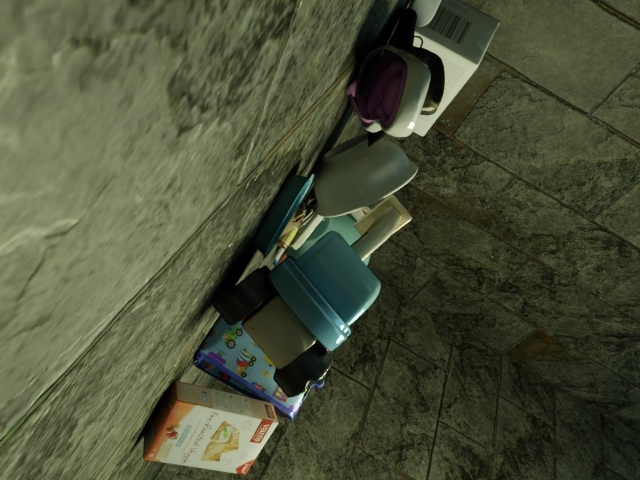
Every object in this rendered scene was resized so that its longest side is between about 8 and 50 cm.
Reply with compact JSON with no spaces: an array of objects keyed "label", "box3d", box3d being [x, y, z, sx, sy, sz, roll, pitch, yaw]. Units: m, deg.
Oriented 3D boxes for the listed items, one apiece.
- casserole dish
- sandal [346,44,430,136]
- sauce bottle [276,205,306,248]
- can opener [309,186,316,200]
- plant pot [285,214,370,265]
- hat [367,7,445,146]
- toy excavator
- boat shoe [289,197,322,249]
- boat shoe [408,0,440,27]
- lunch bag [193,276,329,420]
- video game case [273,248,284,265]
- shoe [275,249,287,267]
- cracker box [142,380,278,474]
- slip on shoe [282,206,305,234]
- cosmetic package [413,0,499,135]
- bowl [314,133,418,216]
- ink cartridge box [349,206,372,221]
[{"label":"casserole dish","box3d":[-0.074,-0.053,0.870,0.188,0.037,0.114,-58,-179,10]},{"label":"sandal","box3d":[0.105,-0.295,0.872,0.416,0.102,0.169,-110,-145,-72]},{"label":"sauce bottle","box3d":[-0.081,-0.038,1.293,0.128,0.042,0.042,-58,180,-17]},{"label":"can opener","box3d":[0.020,-0.213,1.532,0.186,0.073,0.059,-56,-140,11]},{"label":"plant pot","box3d":[0.000,0.000,1.513,0.290,0.290,0.195,-59,144,-20]},{"label":"hat","box3d":[0.207,-0.354,1.059,0.331,0.134,0.331,-166,-90,-80]},{"label":"toy excavator","box3d":[0.043,0.062,0.974,0.445,0.222,0.433,-38,-179,-2]},{"label":"boat shoe","box3d":[-0.036,-0.078,1.361,0.219,0.070,0.078,-54,-162,-8]},{"label":"boat shoe","box3d":[0.271,-0.601,1.041,0.076,0.080,0.228,-94,-152,-58]},{"label":"lunch bag","box3d":[-0.115,0.266,1.099,0.221,0.293,0.138,-59,180,-31]},{"label":"video game case","box3d":[-0.132,0.015,1.763,0.166,0.015,0.119,-60,180,-16]},{"label":"shoe","box3d":[-0.121,0.069,1.747,0.081,0.063,0.178,119,-4,-65]},{"label":"cracker box","box3d":[-0.228,0.397,0.960,0.155,0.232,0.067,-60,-152,13]},{"label":"slip on shoe","box3d":[-0.078,-0.041,1.149,0.051,0.041,0.135,-59,180,36]},{"label":"cosmetic package","box3d":[0.316,-0.518,1.390,0.161,0.230,0.453,-62,-179,-12]},{"label":"bowl","box3d":[0.095,-0.191,1.212,0.298,0.134,0.298,-25,-162,9]},{"label":"ink cartridge box","box3d":[0.098,-0.131,1.472,0.066,0.189,0.232,-46,159,-7]}]
